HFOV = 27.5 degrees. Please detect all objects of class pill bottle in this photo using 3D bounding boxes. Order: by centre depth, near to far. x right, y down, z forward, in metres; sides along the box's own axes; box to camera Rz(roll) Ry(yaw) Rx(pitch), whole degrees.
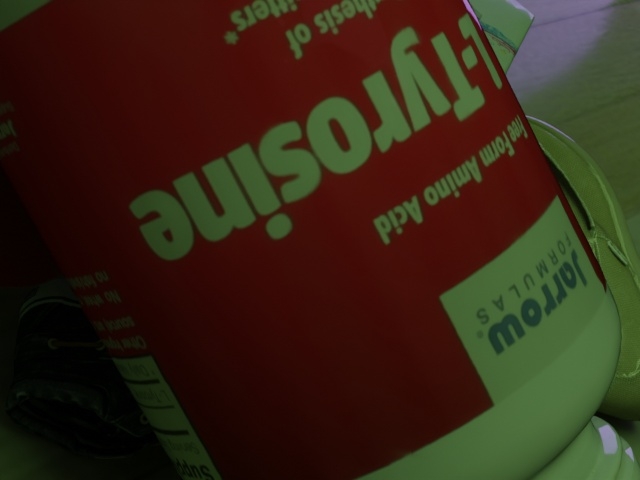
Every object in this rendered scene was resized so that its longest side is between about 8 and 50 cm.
[{"bbox_3d":[0.000,0.000,0.627,0.229,0.229,0.408,-41,106,-51],"label":"pill bottle"}]

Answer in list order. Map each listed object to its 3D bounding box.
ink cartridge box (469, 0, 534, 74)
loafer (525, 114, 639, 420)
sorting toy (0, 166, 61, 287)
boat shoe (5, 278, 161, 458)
[{"bbox_3d":[0.065,-0.134,1.010,0.127,0.128,0.176,38,38,-3],"label":"ink cartridge box"},{"bbox_3d":[0.181,0.015,0.984,0.092,0.102,0.268,-3,56,-48],"label":"loafer"},{"bbox_3d":[-0.104,-0.019,0.784,0.365,0.126,0.127,5,77,-42],"label":"sorting toy"},{"bbox_3d":[-0.085,0.089,0.731,0.183,0.065,0.083,18,45,-16],"label":"boat shoe"}]
